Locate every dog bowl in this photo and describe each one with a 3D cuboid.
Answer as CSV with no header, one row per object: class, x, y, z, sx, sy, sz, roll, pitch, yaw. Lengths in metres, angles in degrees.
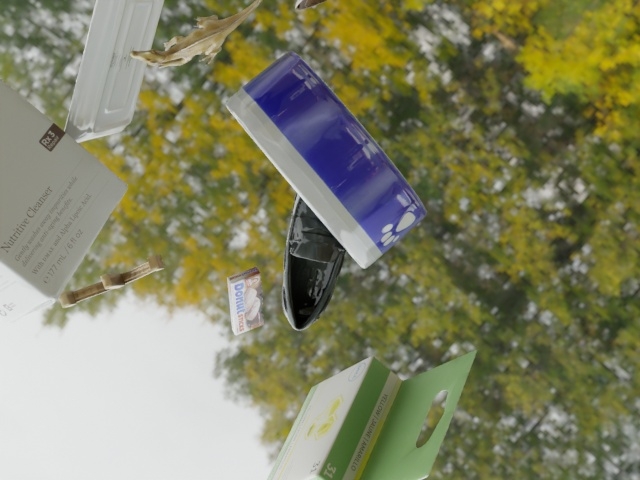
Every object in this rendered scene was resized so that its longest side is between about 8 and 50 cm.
dog bowl,0.008,-0.098,1.329,0.265,0.104,0.265,50,-179,-1

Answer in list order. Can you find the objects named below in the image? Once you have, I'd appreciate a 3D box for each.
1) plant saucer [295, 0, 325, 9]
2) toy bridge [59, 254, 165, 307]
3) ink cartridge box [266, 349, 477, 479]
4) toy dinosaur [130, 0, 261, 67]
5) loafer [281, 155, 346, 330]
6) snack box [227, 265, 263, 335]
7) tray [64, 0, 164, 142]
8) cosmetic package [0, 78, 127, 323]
plant saucer,0.081,-0.512,1.987,0.050,0.311,0.310,61,-168,-5
toy bridge,-0.346,0.068,1.833,0.063,0.188,0.026,-2,-110,-79
ink cartridge box,0.045,0.195,1.143,0.056,0.235,0.171,40,-132,-12
toy dinosaur,-0.123,-0.228,1.221,0.053,0.183,0.092,61,169,-11
loafer,0.000,0.000,1.259,0.076,0.223,0.078,11,-156,-3
snack box,-0.148,0.121,2.177,0.178,0.064,0.022,90,155,-51
tray,-0.270,-0.255,1.494,0.030,0.270,0.145,27,-156,18
cosmetic package,-0.472,-0.097,1.419,0.385,0.156,0.217,41,-127,-22
